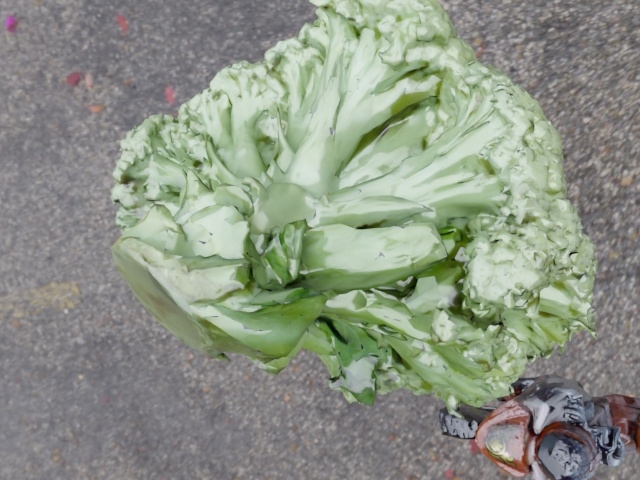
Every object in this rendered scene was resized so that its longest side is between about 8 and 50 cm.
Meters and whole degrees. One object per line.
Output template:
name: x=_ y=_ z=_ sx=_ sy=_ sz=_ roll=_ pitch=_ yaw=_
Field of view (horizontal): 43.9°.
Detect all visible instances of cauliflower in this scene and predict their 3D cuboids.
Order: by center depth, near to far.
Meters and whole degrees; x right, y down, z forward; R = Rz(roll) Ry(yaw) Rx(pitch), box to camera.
cauliflower: x=0.000 y=0.000 z=0.454 sx=0.272 sy=0.250 sz=0.275 roll=54 pitch=131 yaw=5

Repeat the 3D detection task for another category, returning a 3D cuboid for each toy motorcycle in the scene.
toy motorcycle: x=0.350 y=0.223 z=0.925 sx=0.401 sy=0.207 sz=0.134 roll=1 pitch=91 yaw=-3
